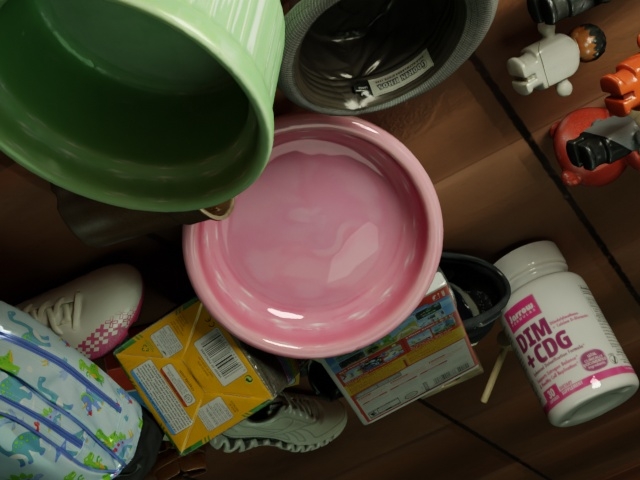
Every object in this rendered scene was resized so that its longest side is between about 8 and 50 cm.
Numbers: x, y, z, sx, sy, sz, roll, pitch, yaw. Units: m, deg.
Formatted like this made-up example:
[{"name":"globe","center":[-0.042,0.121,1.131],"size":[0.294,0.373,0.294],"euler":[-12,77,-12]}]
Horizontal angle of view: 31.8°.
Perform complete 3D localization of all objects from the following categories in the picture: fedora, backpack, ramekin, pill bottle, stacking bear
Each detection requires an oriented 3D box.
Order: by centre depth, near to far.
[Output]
[{"name":"ramekin","center":[-0.177,-0.174,1.047],"size":[0.303,0.148,0.303],"euler":[9,147,6]},{"name":"fedora","center":[0.051,-0.248,1.173],"size":[0.243,0.124,0.275],"euler":[-11,156,-9]},{"name":"backpack","center":[-0.421,0.225,1.460],"size":[0.290,0.273,0.356],"euler":[-15,121,20]},{"name":"stacking bear","center":[0.459,-0.161,1.531],"size":[0.289,0.175,0.164],"euler":[-22,154,21]},{"name":"pill bottle","center":[0.396,0.153,1.876],"size":[0.160,0.283,0.160],"euler":[-19,153,-10]}]

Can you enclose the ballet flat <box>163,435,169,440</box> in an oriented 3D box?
[{"name":"ballet flat","center":[-0.220,0.309,1.896],"size":[0.188,0.070,0.070],"euler":[-23,150,9]}]

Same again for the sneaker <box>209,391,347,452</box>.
[{"name":"sneaker","center":[-0.070,0.331,2.123],"size":[0.292,0.110,0.118],"euler":[0,137,-30]}]

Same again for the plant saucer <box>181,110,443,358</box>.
[{"name":"plant saucer","center":[-0.012,-0.011,1.447],"size":[0.332,0.084,0.332],"euler":[-2,111,-5]}]

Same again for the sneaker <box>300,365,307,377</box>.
[{"name":"sneaker","center":[0.006,0.202,1.995],"size":[0.089,0.051,0.170],"euler":[-9,154,-16]}]

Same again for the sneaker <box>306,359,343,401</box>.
[{"name":"sneaker","center":[0.037,0.211,1.882],"size":[0.102,0.146,0.293],"euler":[5,151,29]}]

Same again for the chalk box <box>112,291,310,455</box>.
[{"name":"chalk box","center":[-0.133,0.150,1.637],"size":[0.179,0.180,0.289],"euler":[-33,-179,20]}]

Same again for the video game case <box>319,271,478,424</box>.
[{"name":"video game case","center":[0.115,0.165,1.631],"size":[0.204,0.025,0.285],"euler":[-28,146,1]}]

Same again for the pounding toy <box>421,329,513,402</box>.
[{"name":"pounding toy","center":[0.244,0.198,1.983],"size":[0.206,0.181,0.094],"euler":[-26,150,13]}]

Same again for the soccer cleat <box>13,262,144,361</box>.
[{"name":"soccer cleat","center":[-0.392,0.131,1.577],"size":[0.331,0.116,0.143],"euler":[-34,146,26]}]

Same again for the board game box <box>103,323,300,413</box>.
[{"name":"board game box","center":[-0.191,0.201,1.862],"size":[0.316,0.064,0.242],"euler":[-13,150,-10]}]

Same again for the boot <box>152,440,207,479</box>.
[{"name":"boot","center":[-0.301,0.367,1.992],"size":[0.197,0.152,0.073],"euler":[-20,151,3]}]

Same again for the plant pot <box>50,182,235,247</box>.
[{"name":"plant pot","center":[-0.210,-0.075,1.301],"size":[0.165,0.167,0.167],"euler":[-21,152,20]}]

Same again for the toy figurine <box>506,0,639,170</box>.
[{"name":"toy figurine","center":[0.340,-0.211,1.320],"size":[0.148,0.213,0.209],"euler":[-28,157,-16]}]

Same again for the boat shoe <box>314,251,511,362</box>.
[{"name":"boat shoe","center":[0.117,0.087,1.730],"size":[0.500,0.187,0.156],"euler":[5,143,-46]}]
